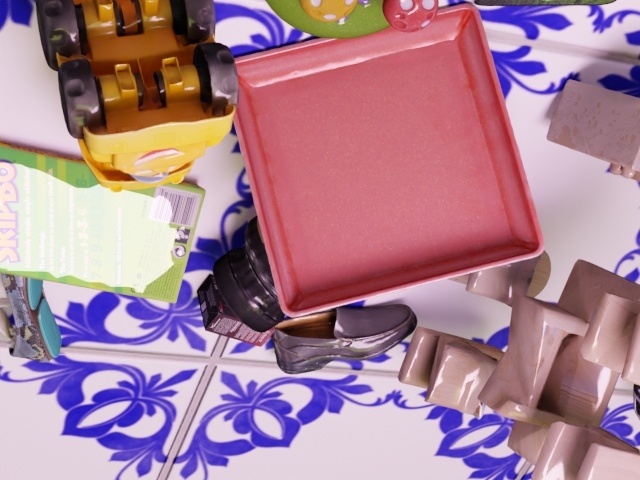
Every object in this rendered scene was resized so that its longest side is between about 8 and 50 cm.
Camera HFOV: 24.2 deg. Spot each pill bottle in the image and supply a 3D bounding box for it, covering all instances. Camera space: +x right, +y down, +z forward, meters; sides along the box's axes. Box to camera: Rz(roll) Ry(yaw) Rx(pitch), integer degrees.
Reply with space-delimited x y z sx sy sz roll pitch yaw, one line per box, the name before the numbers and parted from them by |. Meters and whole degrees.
pill bottle | 0.000 0.000 1.551 0.219 0.122 0.123 -35 133 17

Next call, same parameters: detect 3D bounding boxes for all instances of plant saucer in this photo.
plant saucer | 0.058 -0.076 1.443 0.259 0.258 0.048 -14 171 -4

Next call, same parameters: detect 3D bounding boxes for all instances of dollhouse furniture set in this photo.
dollhouse furniture set | 0.328 0.064 1.566 0.256 0.362 0.394 16 97 -28

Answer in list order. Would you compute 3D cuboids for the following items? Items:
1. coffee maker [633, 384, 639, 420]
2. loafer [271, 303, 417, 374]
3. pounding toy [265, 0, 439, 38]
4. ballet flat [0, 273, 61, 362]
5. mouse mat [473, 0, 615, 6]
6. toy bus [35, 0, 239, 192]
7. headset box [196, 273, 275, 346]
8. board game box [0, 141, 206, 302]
coffee maker | 0.449 0.137 1.827 0.171 0.120 0.178 -24 136 6
loafer | 0.027 0.103 1.707 0.170 0.062 0.061 -18 131 -1
pounding toy | 0.029 -0.251 1.322 0.183 0.110 0.237 -23 136 5
ballet flat | -0.317 0.060 1.559 0.070 0.070 0.188 -9 132 -8
mouse mat | 0.241 -0.254 1.386 0.153 0.007 0.189 -3 166 -14
toy bus | -0.166 -0.118 1.324 0.149 0.220 0.211 -8 141 -16
headset box | -0.090 0.078 1.644 0.083 0.062 0.032 19 126 -30
board game box | -0.251 -0.020 1.481 0.259 0.039 0.124 11 99 -29
